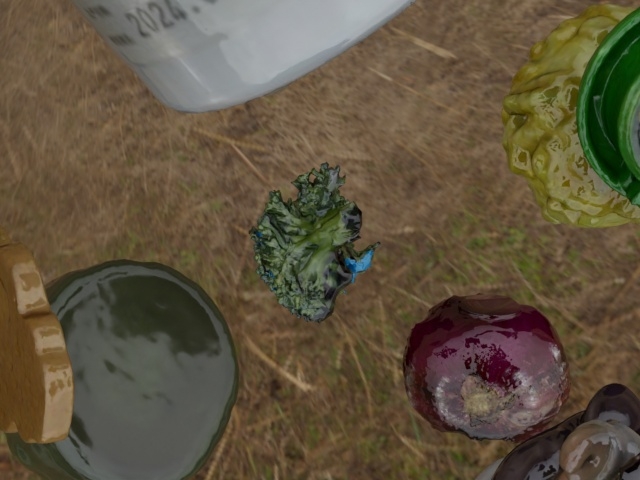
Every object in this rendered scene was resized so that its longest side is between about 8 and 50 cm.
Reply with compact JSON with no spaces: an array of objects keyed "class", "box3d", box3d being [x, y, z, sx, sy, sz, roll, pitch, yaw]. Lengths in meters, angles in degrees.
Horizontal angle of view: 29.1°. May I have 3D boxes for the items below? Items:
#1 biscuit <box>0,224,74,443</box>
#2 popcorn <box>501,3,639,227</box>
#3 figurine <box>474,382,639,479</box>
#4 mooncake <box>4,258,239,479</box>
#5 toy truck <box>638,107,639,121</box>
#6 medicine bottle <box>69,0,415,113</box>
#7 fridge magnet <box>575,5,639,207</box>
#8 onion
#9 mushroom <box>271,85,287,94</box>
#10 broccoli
[{"class":"biscuit","box3d":[-0.228,0.063,0.894,0.040,0.236,0.144,-13,121,-31]},{"class":"popcorn","box3d":[0.293,-0.122,1.247,0.266,0.192,0.233,-35,104,-32]},{"class":"figurine","box3d":[0.202,0.222,0.840,0.206,0.365,0.218,-35,75,8]},{"class":"mooncake","box3d":[-0.305,0.210,1.832,0.356,0.194,0.356,8,75,-32]},{"class":"toy truck","box3d":[0.260,0.003,0.537,0.157,0.124,0.272,-23,107,42]},{"class":"medicine bottle","box3d":[-0.051,-0.212,0.530,0.238,0.238,0.232,-39,115,1]},{"class":"fridge magnet","box3d":[0.318,-0.115,1.030,0.208,0.088,0.208,-2,121,-3]},{"class":"onion","box3d":[0.172,0.107,1.294,0.173,0.198,0.135,0,122,2]},{"class":"mushroom","box3d":[-0.060,-0.207,1.364,0.099,0.278,0.096,16,99,-5]},{"class":"broccoli","box3d":[0.000,0.000,1.393,0.154,0.160,0.167,50,59,-13]}]
